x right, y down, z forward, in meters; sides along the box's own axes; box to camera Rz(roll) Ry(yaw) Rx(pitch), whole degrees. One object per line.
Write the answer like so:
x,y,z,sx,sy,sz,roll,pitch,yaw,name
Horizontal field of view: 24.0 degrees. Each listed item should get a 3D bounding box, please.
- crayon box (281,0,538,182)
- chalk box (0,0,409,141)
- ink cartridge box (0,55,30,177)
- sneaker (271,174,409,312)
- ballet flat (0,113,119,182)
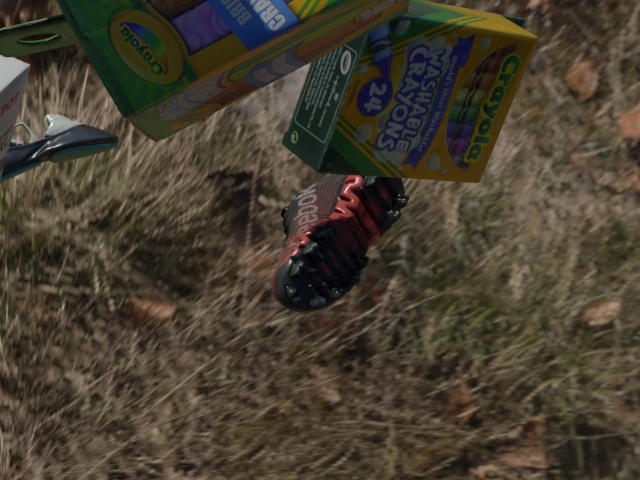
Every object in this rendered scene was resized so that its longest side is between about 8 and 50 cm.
0.129,-0.179,1.801,0.323,0.083,0.203,1,118,-42,crayon box
-0.099,-0.188,1.073,0.289,0.180,0.179,-29,89,1,chalk box
-0.338,-0.037,1.230,0.100,0.172,0.237,23,120,2,ink cartridge box
0.000,0.000,1.880,0.097,0.135,0.276,60,42,-23,sneaker
-0.366,-0.127,1.967,0.203,0.074,0.074,-20,85,-20,ballet flat
